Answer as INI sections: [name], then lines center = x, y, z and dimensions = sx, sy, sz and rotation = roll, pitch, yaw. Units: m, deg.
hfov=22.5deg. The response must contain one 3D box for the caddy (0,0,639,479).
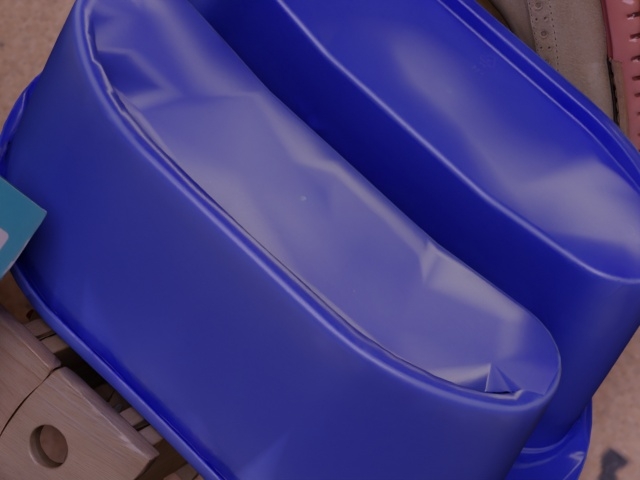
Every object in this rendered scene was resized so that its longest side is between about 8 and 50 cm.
[caddy]
center = 0.000, 0.000, 0.784
dimensions = 0.341, 0.179, 0.241
rotation = 43, 50, 12

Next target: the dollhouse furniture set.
[dollhouse furniture set]
center = -0.152, 0.114, 0.818
dimensions = 0.129, 0.129, 0.183
rotation = 42, 111, 11

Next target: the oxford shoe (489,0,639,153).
[oxford shoe]
center = 0.093, -0.189, 0.843
dimensions = 0.146, 0.140, 0.397
rotation = -13, 96, 19

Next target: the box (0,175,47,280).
[box]
center = -0.223, -0.006, 0.779
dimensions = 0.060, 0.244, 0.100
rotation = 40, 78, -29
